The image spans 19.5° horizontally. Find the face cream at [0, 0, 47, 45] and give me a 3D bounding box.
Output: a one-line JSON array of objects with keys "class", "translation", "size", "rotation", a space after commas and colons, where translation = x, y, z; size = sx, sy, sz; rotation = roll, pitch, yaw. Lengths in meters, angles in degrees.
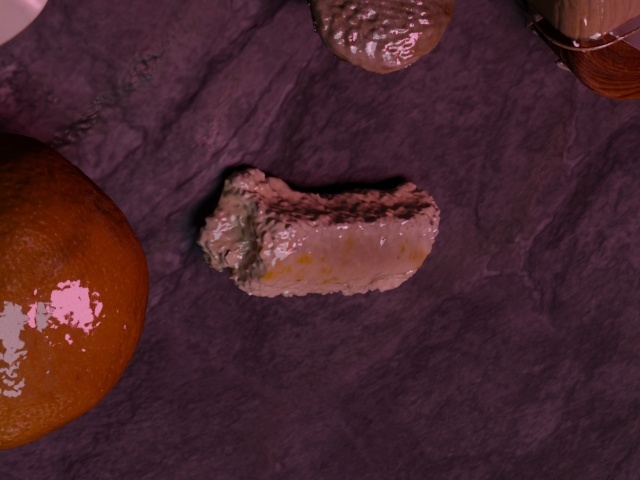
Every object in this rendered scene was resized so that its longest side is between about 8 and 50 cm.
[{"class": "face cream", "translation": [-0.316, -0.223, 1.200], "size": [0.348, 0.173, 0.081], "rotation": [42, 55, -52]}]

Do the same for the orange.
[{"class": "orange", "translation": [-0.271, 0.045, 1.486], "size": [0.264, 0.264, 0.264], "rotation": [-21, 141, -18]}]

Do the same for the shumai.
[{"class": "shumai", "translation": [0.043, -0.207, 1.587], "size": [0.145, 0.146, 0.116], "rotation": [-27, -176, -11]}]

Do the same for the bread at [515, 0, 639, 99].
[{"class": "bread", "translation": [0.295, -0.232, 1.714], "size": [0.224, 0.142, 0.212], "rotation": [-28, 139, -11]}]

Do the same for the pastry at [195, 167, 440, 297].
[{"class": "pastry", "translation": [0.003, -0.005, 1.783], "size": [0.258, 0.089, 0.121], "rotation": [4, 116, -44]}]
